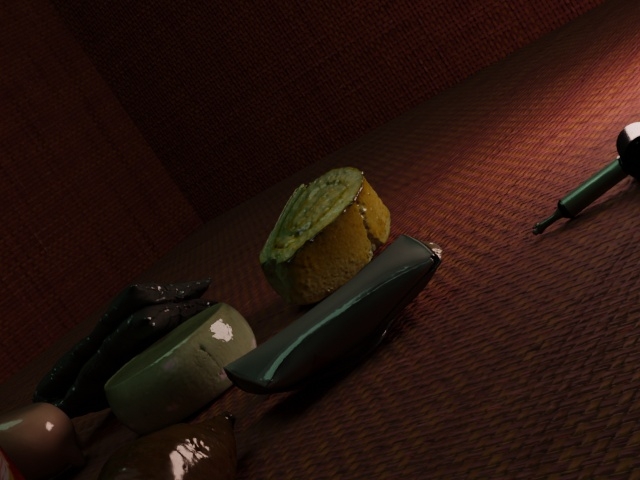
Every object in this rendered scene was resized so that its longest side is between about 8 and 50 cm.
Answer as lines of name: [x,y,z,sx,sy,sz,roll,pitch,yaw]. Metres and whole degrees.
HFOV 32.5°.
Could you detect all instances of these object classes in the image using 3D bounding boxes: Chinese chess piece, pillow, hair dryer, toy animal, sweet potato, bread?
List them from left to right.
toy animal: [-0.511,0.361,1.768,0.250,0.154,0.166,-37,17,-4]
pillow: [-0.342,0.191,1.920,0.326,0.101,0.228,-42,-17,22]
sweet potato: [-0.161,0.254,1.156,0.131,0.131,0.336,-31,9,16]
Chinese chess piece: [-0.217,0.201,1.722,0.250,0.101,0.250,-33,7,5]
bread: [0.000,0.000,1.871,0.186,0.124,0.257,1,48,52]
hair dryer: [0.341,-0.070,1.362,0.198,0.057,0.100,-37,6,15]

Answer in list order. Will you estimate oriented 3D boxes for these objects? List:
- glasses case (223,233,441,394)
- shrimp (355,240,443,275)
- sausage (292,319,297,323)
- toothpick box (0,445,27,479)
glasses case: [0.031,0.110,1.398,0.308,0.083,0.128,-36,15,-14]
shrimp: [0.094,0.059,1.573,0.126,0.047,0.223,-9,24,47]
sausage: [-0.051,0.158,1.533,0.040,0.047,0.177,-15,15,28]
toothpick box: [-0.532,0.318,1.481,0.204,0.333,0.204,-32,9,6]
